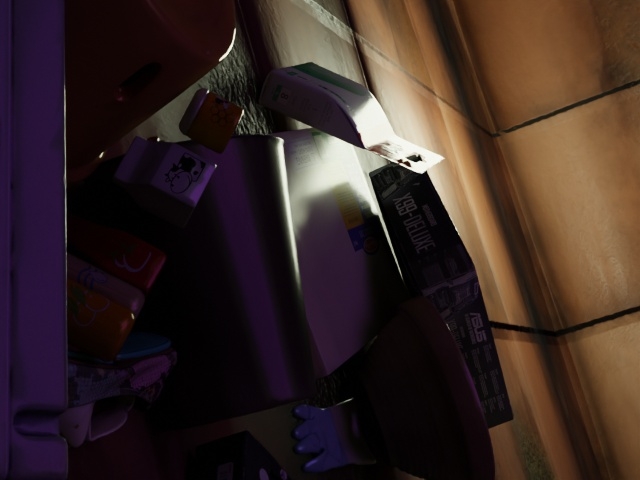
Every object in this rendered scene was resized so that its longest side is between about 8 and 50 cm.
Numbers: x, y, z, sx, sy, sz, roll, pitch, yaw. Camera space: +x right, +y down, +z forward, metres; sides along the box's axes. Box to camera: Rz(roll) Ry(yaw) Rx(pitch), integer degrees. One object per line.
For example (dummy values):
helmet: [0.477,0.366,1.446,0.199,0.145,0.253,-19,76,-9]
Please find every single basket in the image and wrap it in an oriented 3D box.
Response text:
basket: [-0.089,0.038,1.068,0.204,0.154,0.227,-8,82,-55]

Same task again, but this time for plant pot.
plant pot: [0.110,0.193,1.463,0.237,0.110,0.237,161,-90,-84]
plant pot: [-0.198,-0.188,0.908,0.291,0.203,0.291,53,26,-40]

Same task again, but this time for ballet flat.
ballet flat: [-0.173,0.109,0.899,0.221,0.077,0.079,9,89,-69]

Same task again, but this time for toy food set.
toy food set: [-0.152,-0.023,0.907,0.104,0.111,0.232,28,62,-6]

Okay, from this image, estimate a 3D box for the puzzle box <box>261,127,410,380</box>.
puzzle box: [0.000,0.000,1.500,0.272,0.052,0.409,69,18,-1]

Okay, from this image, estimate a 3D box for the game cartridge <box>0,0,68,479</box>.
game cartridge: [-0.247,-0.047,0.656,0.230,0.068,0.355,8,70,-34]

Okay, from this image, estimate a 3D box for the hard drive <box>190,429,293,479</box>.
hard drive: [-0.013,0.357,1.084,0.339,0.064,0.237,54,25,-38]

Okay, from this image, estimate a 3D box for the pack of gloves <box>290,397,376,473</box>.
pack of gloves: [0.043,0.267,1.361,0.232,0.046,0.195,12,61,-69]

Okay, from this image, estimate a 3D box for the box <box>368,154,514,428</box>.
box: [0.163,0.075,1.659,0.242,0.076,0.307,-111,180,-48]

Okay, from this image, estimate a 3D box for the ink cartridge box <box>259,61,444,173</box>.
ink cartridge box: [0.052,-0.162,1.594,0.181,0.225,0.056,-35,146,-71]
